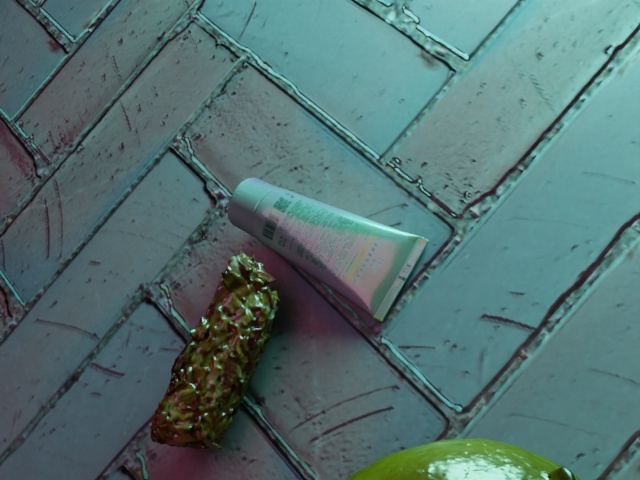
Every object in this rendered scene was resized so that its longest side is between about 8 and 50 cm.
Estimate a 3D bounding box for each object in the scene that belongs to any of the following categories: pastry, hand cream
[{"bbox_3d":[-0.077,0.094,0.939,0.063,0.087,0.169,25,80,6],"label":"pastry"},{"bbox_3d":[0.000,0.000,0.966,0.174,0.047,0.076,25,81,31],"label":"hand cream"}]

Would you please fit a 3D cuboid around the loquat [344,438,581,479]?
[{"bbox_3d":[0.083,0.221,0.656,0.244,0.244,0.244,-16,58,27],"label":"loquat"}]
